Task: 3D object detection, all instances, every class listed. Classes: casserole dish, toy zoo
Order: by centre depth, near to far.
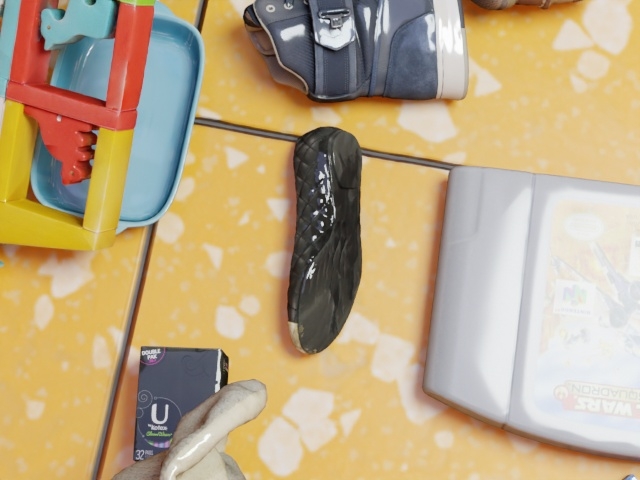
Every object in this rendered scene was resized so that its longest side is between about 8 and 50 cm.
[{"bbox_3d":[-0.219,-0.114,1.041,0.192,0.030,0.293,17,104,21],"label":"toy zoo"},{"bbox_3d":[-0.151,-0.092,1.094,0.114,0.037,0.188,10,79,5],"label":"casserole dish"}]

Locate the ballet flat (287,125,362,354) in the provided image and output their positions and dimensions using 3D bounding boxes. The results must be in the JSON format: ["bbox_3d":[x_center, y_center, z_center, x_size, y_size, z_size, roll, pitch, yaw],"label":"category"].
[{"bbox_3d":[0.000,0.000,1.071,0.057,0.049,0.173,16,76,-40],"label":"ballet flat"}]

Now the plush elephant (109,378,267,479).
[{"bbox_3d":[-0.071,0.252,0.931,0.330,0.272,0.255,33,38,-26],"label":"plush elephant"}]

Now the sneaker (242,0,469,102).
[{"bbox_3d":[0.020,-0.212,1.085,0.163,0.086,0.226,-4,80,-1],"label":"sneaker"}]

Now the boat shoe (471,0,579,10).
[{"bbox_3d":[0.178,-0.328,1.093,0.116,0.123,0.324,5,85,-4],"label":"boat shoe"}]

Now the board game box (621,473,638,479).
[{"bbox_3d":[0.215,0.229,1.021,0.090,0.020,0.090,-38,78,-5],"label":"board game box"}]

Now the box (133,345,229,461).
[{"bbox_3d":[-0.100,0.121,1.040,0.062,0.052,0.083,2,78,2],"label":"box"}]

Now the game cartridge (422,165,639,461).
[{"bbox_3d":[0.229,0.059,1.040,0.297,0.062,0.198,7,75,4],"label":"game cartridge"}]
